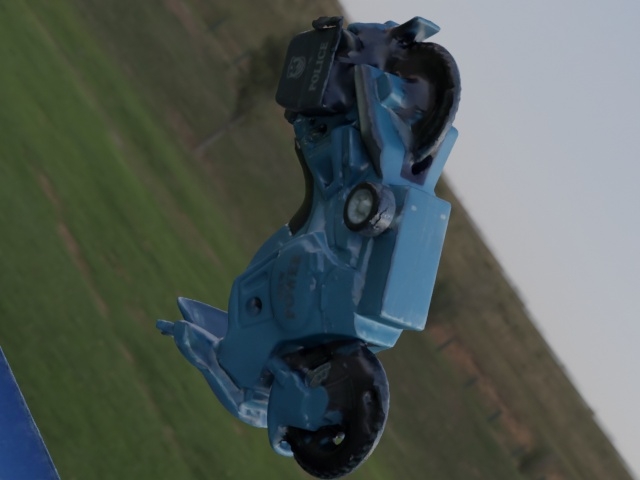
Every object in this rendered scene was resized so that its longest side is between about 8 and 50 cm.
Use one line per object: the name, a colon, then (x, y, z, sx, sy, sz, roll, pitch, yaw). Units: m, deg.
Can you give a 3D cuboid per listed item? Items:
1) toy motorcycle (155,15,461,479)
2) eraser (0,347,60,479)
toy motorcycle: (0.000, 0.000, 0.873, 0.124, 0.272, 0.182, 22, -12, -39)
eraser: (-0.214, 0.118, 0.865, 0.144, 0.043, 0.311, -45, -112, 50)
